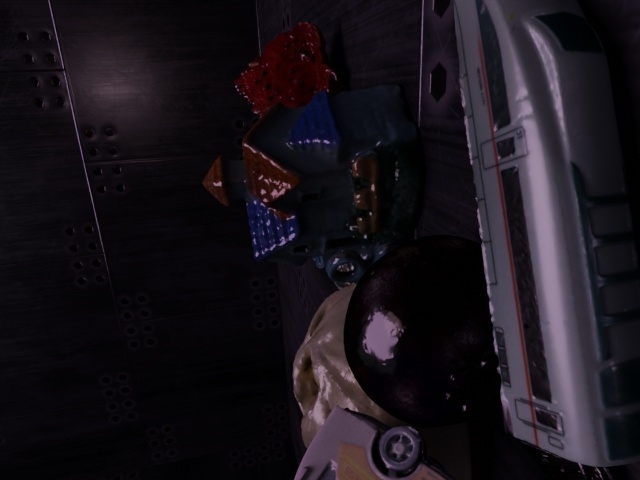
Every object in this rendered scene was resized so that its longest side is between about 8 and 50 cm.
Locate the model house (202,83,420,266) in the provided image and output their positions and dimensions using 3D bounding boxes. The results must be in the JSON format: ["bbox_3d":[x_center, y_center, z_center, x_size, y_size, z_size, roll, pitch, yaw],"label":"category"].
[{"bbox_3d":[-0.036,-0.089,0.735,0.295,0.330,0.251,105,159,-65],"label":"model house"}]

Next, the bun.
[{"bbox_3d":[0.072,0.250,0.666,0.365,0.219,0.365,173,90,-82],"label":"bun"}]

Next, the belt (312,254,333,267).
[{"bbox_3d":[0.003,-0.002,1.212,0.100,0.065,0.179,15,132,43],"label":"belt"}]

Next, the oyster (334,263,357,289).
[{"bbox_3d":[0.070,0.076,1.057,0.098,0.037,0.100,5,80,60],"label":"oyster"}]

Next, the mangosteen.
[{"bbox_3d":[0.113,0.082,0.466,0.230,0.194,0.194,-114,20,-70],"label":"mangosteen"}]

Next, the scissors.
[{"bbox_3d":[0.089,0.082,0.798,0.289,0.138,0.041,74,-178,-59],"label":"scissors"}]

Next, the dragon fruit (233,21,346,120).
[{"bbox_3d":[0.006,-0.283,1.021,0.329,0.228,0.286,56,-171,25],"label":"dragon fruit"}]

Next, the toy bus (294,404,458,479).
[{"bbox_3d":[0.121,0.273,0.357,0.343,0.138,0.097,17,149,44],"label":"toy bus"}]

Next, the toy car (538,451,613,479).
[{"bbox_3d":[0.225,0.205,0.378,0.093,0.025,0.041,100,158,-63],"label":"toy car"}]

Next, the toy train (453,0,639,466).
[{"bbox_3d":[0.173,-0.053,0.329,0.088,0.087,0.406,164,99,-74],"label":"toy train"}]
